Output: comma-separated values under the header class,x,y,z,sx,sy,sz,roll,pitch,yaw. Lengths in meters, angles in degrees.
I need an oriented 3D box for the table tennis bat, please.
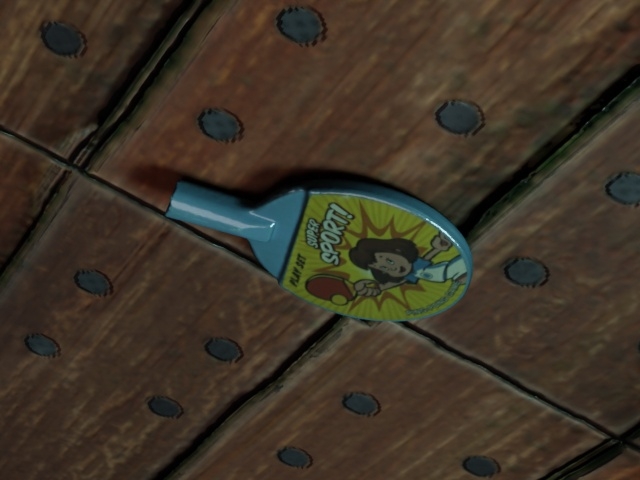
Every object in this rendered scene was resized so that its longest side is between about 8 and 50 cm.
class,x,y,z,sx,sy,sz,roll,pitch,yaw
table tennis bat,0.000,0.000,0.788,0.155,0.019,0.100,17,143,-3
